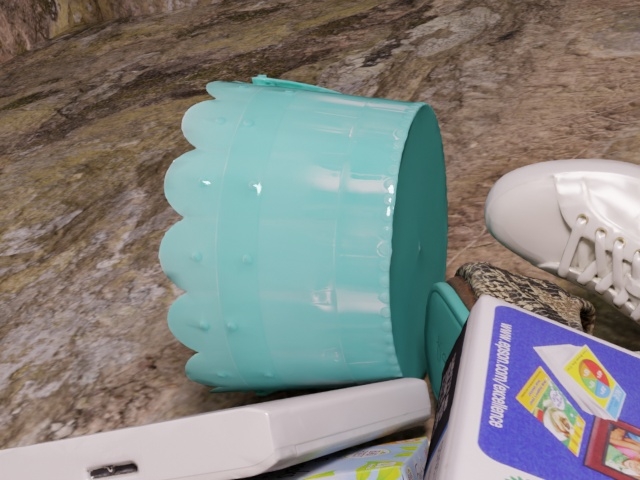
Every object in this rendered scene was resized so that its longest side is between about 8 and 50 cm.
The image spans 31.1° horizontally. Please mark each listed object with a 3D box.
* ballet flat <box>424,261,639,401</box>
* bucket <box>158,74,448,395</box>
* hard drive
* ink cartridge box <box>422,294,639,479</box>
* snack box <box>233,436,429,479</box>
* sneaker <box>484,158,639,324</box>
[{"bbox_3d":[0.173,0.139,0.717,0.182,0.164,0.483,3,21,-1],"label":"ballet flat"},{"bbox_3d":[0.000,0.000,0.984,0.183,0.281,0.281,3,27,16],"label":"bucket"},{"bbox_3d":[-0.063,0.134,0.786,0.203,0.040,0.307,-13,-8,20],"label":"hard drive"},{"bbox_3d":[0.183,0.158,0.445,0.307,0.072,0.303,23,24,3],"label":"ink cartridge box"},{"bbox_3d":[-0.033,0.181,0.743,0.207,0.070,0.174,-10,-6,9],"label":"snack box"},{"bbox_3d":[0.261,0.023,0.882,0.290,0.105,0.123,17,38,11],"label":"sneaker"}]
